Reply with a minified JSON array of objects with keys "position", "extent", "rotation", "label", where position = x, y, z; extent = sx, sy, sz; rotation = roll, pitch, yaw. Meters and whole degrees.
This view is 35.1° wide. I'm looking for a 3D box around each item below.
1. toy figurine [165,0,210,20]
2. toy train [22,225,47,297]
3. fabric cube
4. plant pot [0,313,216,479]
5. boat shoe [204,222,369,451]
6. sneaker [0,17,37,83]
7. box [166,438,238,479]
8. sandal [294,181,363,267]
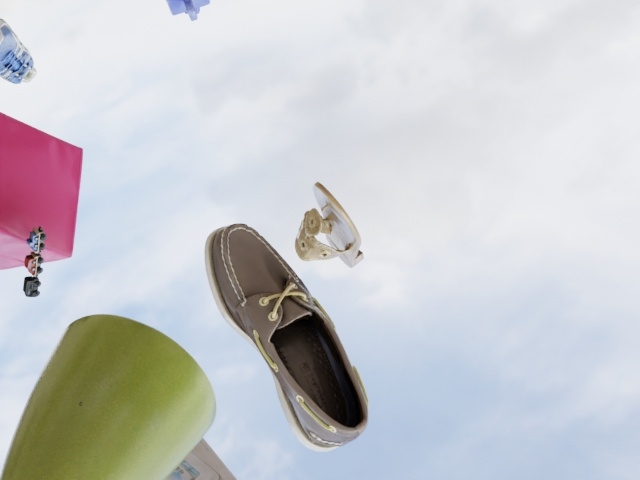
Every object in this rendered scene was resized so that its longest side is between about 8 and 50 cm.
[{"position":[-0.189,-0.441,1.500],"extent":[0.191,0.217,0.362],"rotation":[-9,167,-1],"label":"toy figurine"},{"position":[-0.563,0.043,1.980],"extent":[0.036,0.158,0.027],"rotation":[-6,-148,-36],"label":"toy train"},{"position":[-0.688,-0.098,2.116],"extent":[0.259,0.258,0.254],"rotation":[-10,-109,32],"label":"fabric cube"},{"position":[-0.336,0.305,1.478],"extent":[0.275,0.275,0.293],"rotation":[-4,-146,27],"label":"plant pot"},{"position":[-0.040,0.112,1.286],"extent":[0.116,0.324,0.097],"rotation":[-23,171,-30],"label":"boat shoe"},{"position":[-0.515,-0.308,1.672],"extent":[0.080,0.081,0.211],"rotation":[-51,-172,0],"label":"sneaker"},{"position":[-0.306,0.512,2.015],"extent":[0.231,0.127,0.262],"rotation":[-12,-148,-31],"label":"box"},{"position":[0.004,0.005,1.400],"extent":[0.079,0.240,0.088],"rotation":[-41,-110,-6],"label":"sandal"}]
